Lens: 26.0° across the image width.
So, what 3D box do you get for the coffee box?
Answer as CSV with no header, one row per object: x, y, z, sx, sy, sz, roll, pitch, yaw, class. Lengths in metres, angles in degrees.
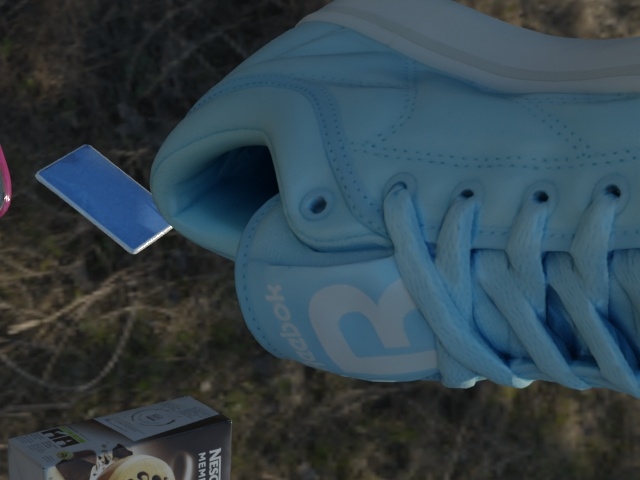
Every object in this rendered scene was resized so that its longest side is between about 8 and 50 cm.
-0.278,0.340,1.951,0.297,0.119,0.168,-11,110,-37,coffee box

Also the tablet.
-0.134,-0.027,0.881,0.083,0.006,0.054,38,39,10,tablet

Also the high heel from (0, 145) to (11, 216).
-0.460,-0.165,1.673,0.377,0.127,0.181,54,6,15,high heel

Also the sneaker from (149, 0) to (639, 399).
0.059,0.011,0.467,0.150,0.366,0.135,-37,118,-18,sneaker
